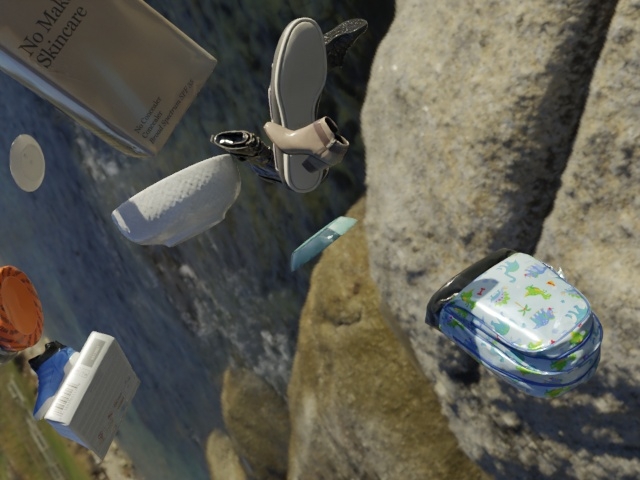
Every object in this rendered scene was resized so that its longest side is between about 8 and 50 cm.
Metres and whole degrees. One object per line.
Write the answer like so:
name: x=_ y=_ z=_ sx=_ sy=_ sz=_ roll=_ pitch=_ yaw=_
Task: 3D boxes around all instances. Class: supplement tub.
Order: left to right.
supplement tub: x=-0.727 y=0.173 z=1.509 sx=0.207 sy=0.338 sz=0.207 roll=-17 pitch=-90 yaw=-83

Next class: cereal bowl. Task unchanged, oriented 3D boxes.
cereal bowl: x=-0.343 y=-0.081 z=1.982 sx=0.141 sy=0.339 sz=0.339 roll=61 pitch=156 yaw=-1

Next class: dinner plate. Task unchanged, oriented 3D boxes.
dinner plate: x=-0.714 y=-0.190 z=1.929 sx=0.017 sy=0.141 sz=0.141 roll=-3 pitch=125 yaw=15

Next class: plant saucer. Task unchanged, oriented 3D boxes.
plant saucer: x=0.000 y=0.000 z=1.115 sx=0.021 sy=0.119 sz=0.119 roll=53 pitch=156 yaw=-2

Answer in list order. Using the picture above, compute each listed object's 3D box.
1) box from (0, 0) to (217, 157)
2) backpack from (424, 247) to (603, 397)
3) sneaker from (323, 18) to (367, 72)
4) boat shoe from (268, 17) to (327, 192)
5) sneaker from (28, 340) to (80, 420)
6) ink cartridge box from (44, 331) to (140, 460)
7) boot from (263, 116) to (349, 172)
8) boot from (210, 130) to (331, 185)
box: x=-0.290 y=-0.237 z=0.878 sx=0.311 sy=0.148 sz=0.121 roll=35 pitch=169 yaw=-28
backpack: x=0.452 y=0.184 z=1.744 sx=0.355 sy=0.290 sz=0.273 roll=51 pitch=160 yaw=29
sneaker: x=0.039 y=-0.446 z=1.836 sx=0.051 sy=0.170 sz=0.089 roll=49 pitch=163 yaw=39
boat shoe: x=-0.055 y=-0.259 z=1.518 sx=0.095 sy=0.112 sz=0.335 roll=31 pitch=126 yaw=56
sneaker: x=-0.531 y=0.265 z=1.513 sx=0.085 sy=0.152 sz=0.058 roll=32 pitch=-176 yaw=1
ink cartridge box: x=-0.444 y=0.313 z=1.559 sx=0.066 sy=0.189 sz=0.232 roll=18 pitch=150 yaw=8
boot: x=-0.017 y=-0.156 z=1.172 sx=0.118 sy=0.042 sz=0.087 roll=40 pitch=131 yaw=-12
boot: x=-0.129 y=-0.215 z=2.038 sx=0.263 sy=0.091 sz=0.229 roll=5 pitch=164 yaw=30
